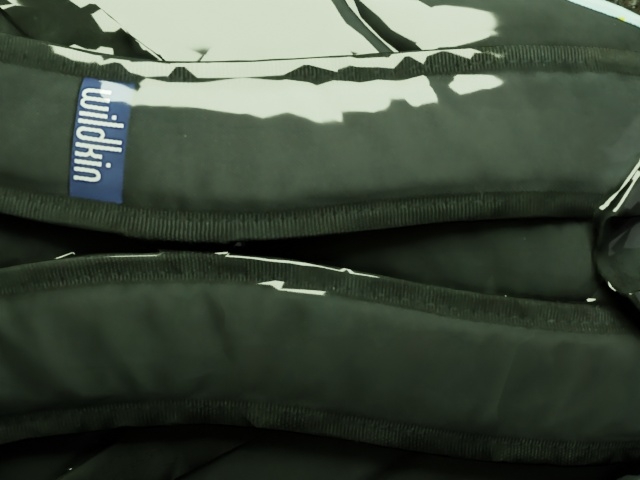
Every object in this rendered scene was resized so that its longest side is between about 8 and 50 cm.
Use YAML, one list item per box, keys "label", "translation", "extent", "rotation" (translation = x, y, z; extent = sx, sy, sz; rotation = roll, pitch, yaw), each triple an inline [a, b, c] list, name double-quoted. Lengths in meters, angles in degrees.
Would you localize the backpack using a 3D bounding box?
- label: "backpack"
  translation: [0.000, 0.000, 0.437]
  extent: [0.273, 0.355, 0.290]
  rotation: [7, 81, -81]
